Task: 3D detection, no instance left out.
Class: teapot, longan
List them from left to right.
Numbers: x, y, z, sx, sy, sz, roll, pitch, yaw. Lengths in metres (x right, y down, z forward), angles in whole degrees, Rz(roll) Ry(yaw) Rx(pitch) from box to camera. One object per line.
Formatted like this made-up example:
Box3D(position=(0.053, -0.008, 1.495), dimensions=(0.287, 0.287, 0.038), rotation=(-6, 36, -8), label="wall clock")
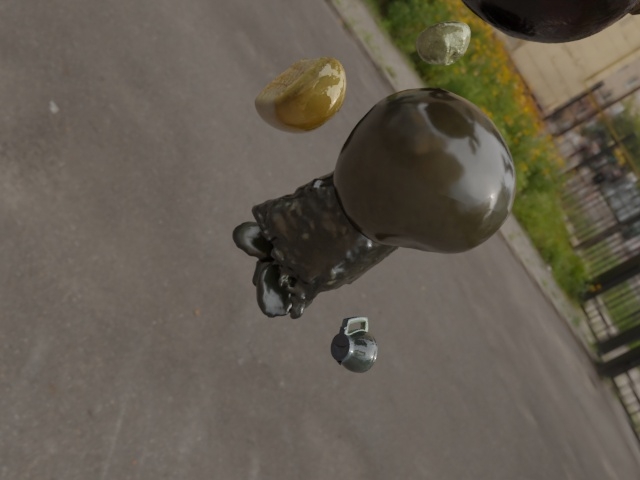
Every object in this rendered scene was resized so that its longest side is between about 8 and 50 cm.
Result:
Box3D(position=(0.050, 0.158, 1.462), dimensions=(0.057, 0.066, 0.088), rotation=(18, 78, -42), label="teapot")
Box3D(position=(0.148, -0.090, 1.303), dimensions=(0.215, 0.246, 0.246), rotation=(-33, 92, -44), label="longan")

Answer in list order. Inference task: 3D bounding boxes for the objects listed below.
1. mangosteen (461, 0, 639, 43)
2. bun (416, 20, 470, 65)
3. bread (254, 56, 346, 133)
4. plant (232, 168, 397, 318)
Box3D(position=(0.303, -0.390, 1.110), dimensions=(0.307, 0.346, 0.307), rotation=(169, -90, -67), label="mangosteen")
Box3D(position=(0.183, -0.285, 1.392), dimensions=(0.086, 0.086, 0.055), rotation=(4, 71, -69), label="bun")
Box3D(position=(-0.027, -0.234, 1.570), dimensions=(0.098, 0.147, 0.217), rotation=(54, -3, -16), label="bread")
Box3D(position=(0.000, 0.000, 1.586), dimensions=(0.199, 0.276, 0.188), rotation=(60, 12, 10), label="plant")
